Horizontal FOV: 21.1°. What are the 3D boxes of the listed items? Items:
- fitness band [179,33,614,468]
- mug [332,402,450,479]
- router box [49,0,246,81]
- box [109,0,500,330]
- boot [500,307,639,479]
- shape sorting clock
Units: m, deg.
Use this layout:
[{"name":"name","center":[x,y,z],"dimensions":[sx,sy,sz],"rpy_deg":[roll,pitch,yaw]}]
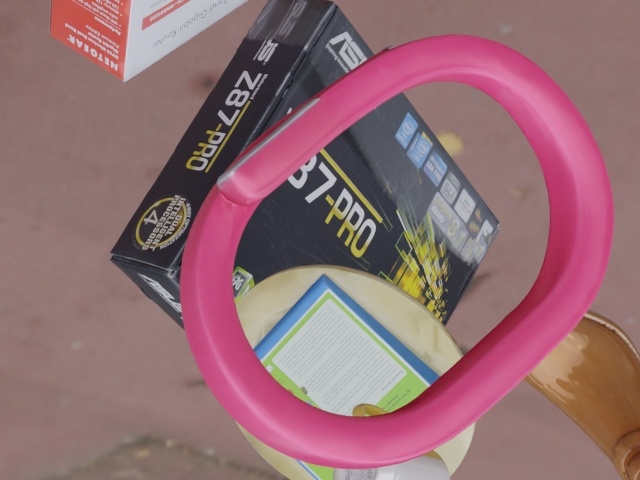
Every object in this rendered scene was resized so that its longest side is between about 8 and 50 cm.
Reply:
[{"name":"fitness band","center":[0.049,0.005,1.016],"dimensions":[0.291,0.209,0.054],"rpy_deg":[-39,-172,-25]},{"name":"mug","center":[0.036,0.150,1.105],"dimensions":[0.062,0.078,0.064],"rpy_deg":[-54,140,8]},{"name":"router box","center":[-0.060,-0.324,1.319],"dimensions":[0.335,0.082,0.301],"rpy_deg":[-40,155,-40]},{"name":"box","center":[0.000,0.000,1.724],"dimensions":[0.097,0.318,0.395],"rpy_deg":[12,154,40]},{"name":"boot","center":[0.209,0.130,1.175],"dimensions":[0.197,0.152,0.073],"rpy_deg":[33,111,-16]},{"name":"shape sorting clock","center":[0.019,0.110,1.291],"dimensions":[0.206,0.206,0.040],"rpy_deg":[-37,-177,35]}]
